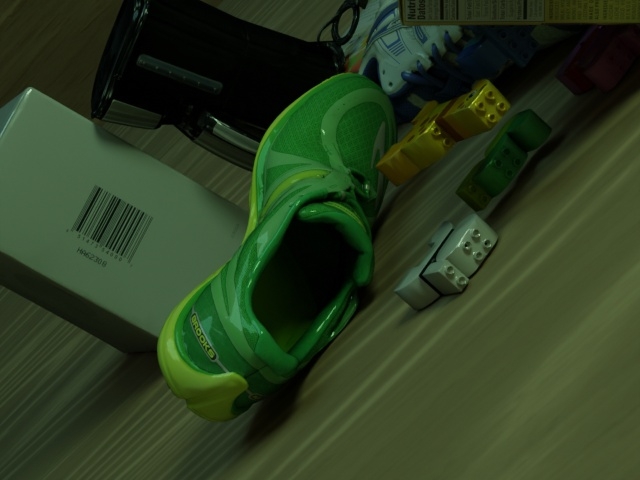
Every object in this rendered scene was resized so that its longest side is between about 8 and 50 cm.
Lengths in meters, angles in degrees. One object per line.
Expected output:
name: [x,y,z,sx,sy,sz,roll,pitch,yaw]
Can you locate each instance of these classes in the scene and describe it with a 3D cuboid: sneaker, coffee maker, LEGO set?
sneaker: [0.000,0.000,1.201,0.123,0.109,0.295,-19,35,43]
coffee maker: [-0.082,-0.151,1.465,0.171,0.178,0.120,-70,19,-5]
LEGO set: [0.109,-0.074,1.058,0.227,0.087,0.093,-53,13,-19]
sneaker: [0.109,-0.139,1.276,0.131,0.112,0.296,-67,13,-5]

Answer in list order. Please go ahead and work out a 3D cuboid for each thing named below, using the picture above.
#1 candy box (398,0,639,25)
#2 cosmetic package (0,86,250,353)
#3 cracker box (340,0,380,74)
candy box: [0.141,-0.166,1.055,0.109,0.186,0.053,-76,-14,-65]
cosmetic package: [-0.208,-0.010,1.552,0.138,0.224,0.224,-64,17,-14]
cracker box: [0.097,-0.201,1.522,0.232,0.067,0.155,-52,14,-12]
